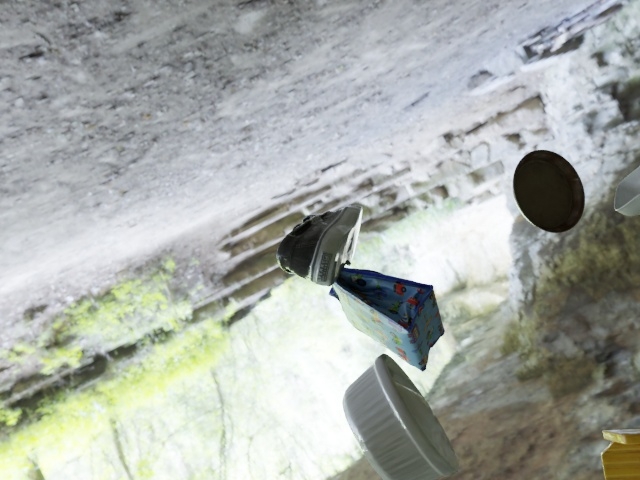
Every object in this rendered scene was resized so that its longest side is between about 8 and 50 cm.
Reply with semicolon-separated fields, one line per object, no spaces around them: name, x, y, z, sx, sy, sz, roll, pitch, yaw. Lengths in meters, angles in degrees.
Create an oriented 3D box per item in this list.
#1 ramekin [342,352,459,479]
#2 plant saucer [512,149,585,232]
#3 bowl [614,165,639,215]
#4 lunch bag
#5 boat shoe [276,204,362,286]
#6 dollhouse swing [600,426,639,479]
ramekin;0.154;0.377;1.328;0.127;0.273;0.273;-35;177;8
plant saucer;0.441;-0.094;1.273;0.168;0.169;0.029;-27;177;-22
bowl;0.731;-0.121;1.453;0.142;0.053;0.142;-50;-177;41
lunch bag;0.144;0.179;1.645;0.138;0.293;0.221;-56;147;-24
boat shoe;0.000;0.000;0.778;0.076;0.080;0.228;14;-163;9
dollhouse swing;0.966;0.708;1.774;0.314;0.347;0.305;-9;171;16
